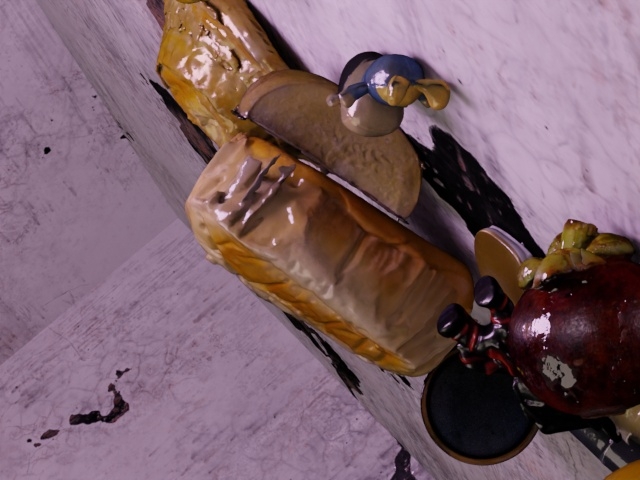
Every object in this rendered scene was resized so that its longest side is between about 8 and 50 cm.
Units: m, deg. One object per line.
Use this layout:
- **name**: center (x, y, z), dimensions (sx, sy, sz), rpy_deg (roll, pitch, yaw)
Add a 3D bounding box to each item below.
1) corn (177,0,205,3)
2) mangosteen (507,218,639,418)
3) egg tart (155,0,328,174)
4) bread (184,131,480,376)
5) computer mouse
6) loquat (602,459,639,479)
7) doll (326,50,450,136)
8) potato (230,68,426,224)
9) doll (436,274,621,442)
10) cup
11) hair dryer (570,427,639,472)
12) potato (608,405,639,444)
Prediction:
- **corn**: center (-0.166, -0.342, 1.488), dimensions (0.119, 0.119, 0.322), rpy_deg (55, 176, -28)
- **mangosteen**: center (0.241, 0.068, 1.154), dimensions (0.166, 0.166, 0.180), rpy_deg (122, 132, -80)
- **egg tart**: center (-0.118, -0.209, 1.751), dimensions (0.341, 0.129, 0.341), rpy_deg (46, 168, 13)
- **bread**: center (0.016, 0.011, 1.652), dimensions (0.389, 0.183, 0.236), rpy_deg (38, 163, -13)
- **computer mouse**: center (0.229, 0.065, 1.482), dimensions (0.102, 0.045, 0.199), rpy_deg (43, 168, 47)
- **loquat**: center (0.371, 0.339, 1.362), dimensions (0.244, 0.244, 0.244), rpy_deg (48, 170, 11)
- **doll**: center (0.063, -0.146, 1.317), dimensions (0.179, 0.102, 0.088), rpy_deg (-146, 61, -70)
- **potato**: center (0.021, -0.124, 1.540), dimensions (0.243, 0.098, 0.138), rpy_deg (34, -177, -6)
- **doll**: center (0.246, 0.135, 1.426), dimensions (0.249, 0.088, 0.127), rpy_deg (36, 149, -15)
- **cup**: center (0.224, 0.195, 1.842), dimensions (0.166, 0.239, 0.177), rpy_deg (6, 172, 3)
- **hair dryer**: center (0.367, 0.253, 1.564), dimensions (0.124, 0.071, 0.219), rpy_deg (45, 178, 33)
- **potato**: center (0.316, 0.152, 1.314), dimensions (0.188, 0.085, 0.105), rpy_deg (49, 169, 30)
